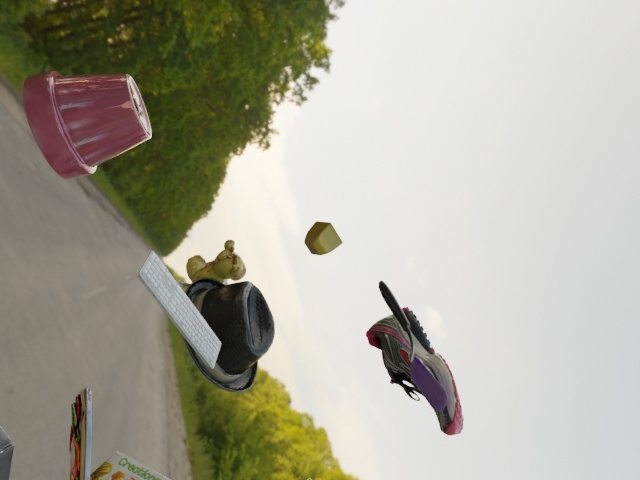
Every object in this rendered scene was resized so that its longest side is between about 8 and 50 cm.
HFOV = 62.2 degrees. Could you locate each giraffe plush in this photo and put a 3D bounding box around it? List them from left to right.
[{"bbox_3d":[-0.296,0.089,1.569,0.181,0.170,0.210,57,12,11],"label":"giraffe plush"}]

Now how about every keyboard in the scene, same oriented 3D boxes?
[{"bbox_3d":[-0.263,0.136,1.015,0.256,0.014,0.072,62,25,-29],"label":"keyboard"}]

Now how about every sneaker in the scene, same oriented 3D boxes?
[{"bbox_3d":[0.196,0.273,1.088,0.299,0.112,0.121,-120,-171,-51],"label":"sneaker"}]

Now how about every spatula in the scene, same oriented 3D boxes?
[{"bbox_3d":[0.168,0.191,1.026,0.084,0.030,0.296,89,-13,-46],"label":"spatula"}]

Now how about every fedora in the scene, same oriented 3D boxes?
[{"bbox_3d":[-0.218,0.225,1.412,0.334,0.152,0.334,49,23,-30],"label":"fedora"}]

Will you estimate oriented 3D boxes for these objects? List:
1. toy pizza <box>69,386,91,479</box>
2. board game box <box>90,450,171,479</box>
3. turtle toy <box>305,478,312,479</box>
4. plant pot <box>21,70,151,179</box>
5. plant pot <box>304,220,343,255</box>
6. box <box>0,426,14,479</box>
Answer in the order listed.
[{"bbox_3d":[-0.432,0.366,0.952,0.201,0.032,0.201,-178,-90,-65],"label":"toy pizza"},{"bbox_3d":[-0.567,0.754,1.555,0.305,0.193,0.053,10,-59,29],"label":"board game box"},{"bbox_3d":[-0.045,0.585,1.154,0.095,0.130,0.066,-14,-63,47],"label":"turtle toy"},{"bbox_3d":[-0.438,-0.237,1.031,0.201,0.180,0.201,164,-90,-85],"label":"plant pot"},{"bbox_3d":[0.000,0.000,1.600,0.081,0.083,0.081,10,-43,55],"label":"plant pot"},{"bbox_3d":[-0.677,0.350,0.926,0.318,0.097,0.395,43,-52,17],"label":"box"}]
